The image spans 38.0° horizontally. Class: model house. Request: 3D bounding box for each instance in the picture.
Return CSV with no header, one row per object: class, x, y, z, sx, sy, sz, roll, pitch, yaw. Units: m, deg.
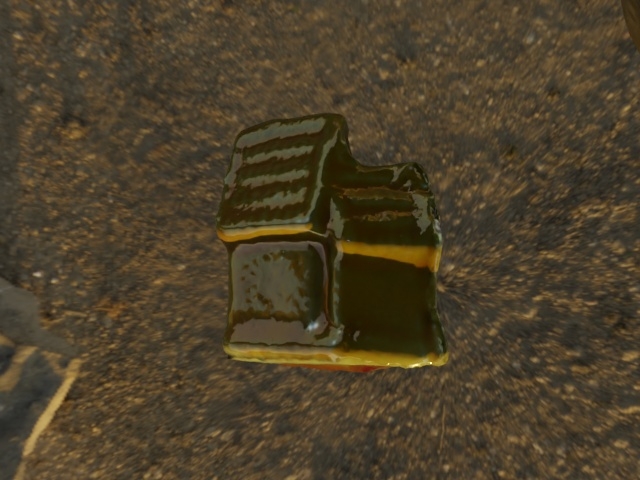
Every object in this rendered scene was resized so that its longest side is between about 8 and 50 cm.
model house,0.011,0.000,0.872,0.268,0.173,0.239,-4,86,33

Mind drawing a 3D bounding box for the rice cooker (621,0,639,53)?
rice cooker,0.237,-0.148,0.455,0.118,0.203,0.142,-35,80,-23
